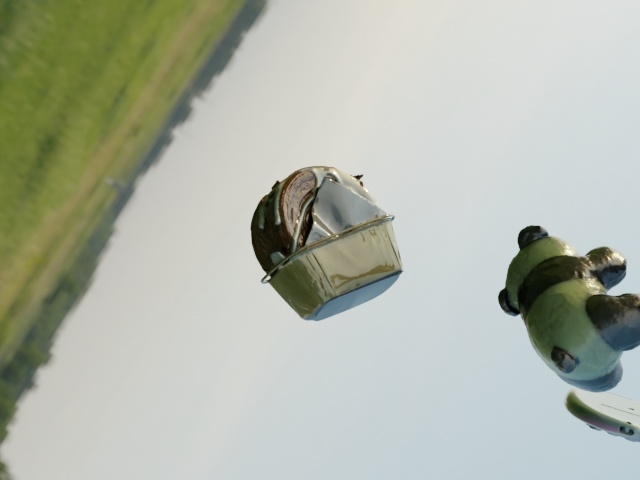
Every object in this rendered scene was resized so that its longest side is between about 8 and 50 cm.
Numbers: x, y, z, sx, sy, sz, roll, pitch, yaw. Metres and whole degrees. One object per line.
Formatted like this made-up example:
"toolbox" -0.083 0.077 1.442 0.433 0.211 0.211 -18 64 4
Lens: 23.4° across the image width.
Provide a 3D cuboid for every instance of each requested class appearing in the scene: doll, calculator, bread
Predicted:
"doll" 0.311 0.082 1.906 0.234 0.135 0.143 -109 -144 -51
"calculator" 0.495 0.289 2.557 0.299 0.185 0.041 -21 128 -81
"bread" 0.000 0.000 2.258 0.224 0.212 0.142 -21 164 -38
